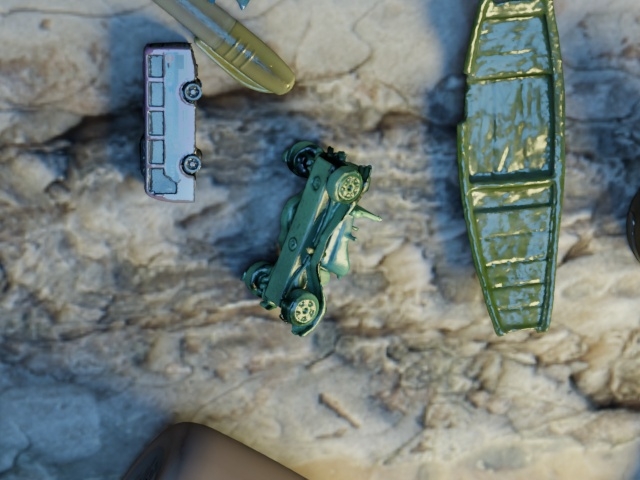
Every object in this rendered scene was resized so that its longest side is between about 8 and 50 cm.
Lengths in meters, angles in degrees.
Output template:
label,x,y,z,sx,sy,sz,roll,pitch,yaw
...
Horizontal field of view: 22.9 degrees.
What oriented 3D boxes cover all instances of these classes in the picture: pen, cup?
label,x,y,z,sx,sy,sz,roll,pitch,yaw
pen,-0.116,-0.191,1.267,0.233,0.032,0.040,37,117,-14
cup,-0.096,0.286,1.344,0.200,0.191,0.253,34,132,-12

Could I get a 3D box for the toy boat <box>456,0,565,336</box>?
label,x,y,z,sx,sy,sz,roll,pitch,yaw
toy boat,0.159,-0.065,1.326,0.093,0.055,0.293,-5,106,-7

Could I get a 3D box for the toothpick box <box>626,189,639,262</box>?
label,x,y,z,sx,sy,sz,roll,pitch,yaw
toothpick box,0.334,0.006,1.305,0.111,0.181,0.111,-2,105,-8

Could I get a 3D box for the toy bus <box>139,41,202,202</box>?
label,x,y,z,sx,sy,sz,roll,pitch,yaw
toy bus,-0.122,-0.096,1.289,0.052,0.037,0.131,0,105,-5

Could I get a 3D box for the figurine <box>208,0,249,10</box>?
label,x,y,z,sx,sy,sz,roll,pitch,yaw
figurine,-0.075,-0.233,1.239,0.114,0.079,0.114,-10,105,-42

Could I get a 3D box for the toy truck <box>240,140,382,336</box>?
label,x,y,z,sx,sy,sz,roll,pitch,yaw
toy truck,0.000,-0.001,1.321,0.078,0.080,0.154,9,107,-38
